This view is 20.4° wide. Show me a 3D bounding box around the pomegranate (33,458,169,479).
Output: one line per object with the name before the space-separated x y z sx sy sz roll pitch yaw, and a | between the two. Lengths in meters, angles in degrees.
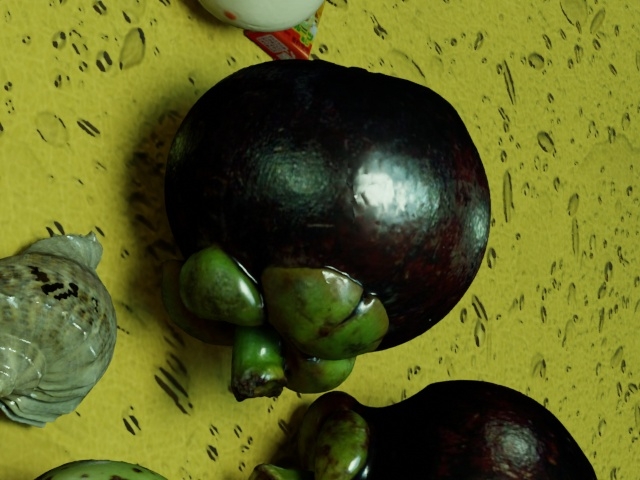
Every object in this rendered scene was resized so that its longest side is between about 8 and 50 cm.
pomegranate | -0.213 0.272 1.380 0.247 0.214 0.214 7 78 -14

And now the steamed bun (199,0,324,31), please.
steamed bun | -0.053 -0.308 1.634 0.177 0.130 0.228 -2 81 -34

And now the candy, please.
candy | -0.028 -0.238 1.741 0.062 0.038 0.122 36 60 -39

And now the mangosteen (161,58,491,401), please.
mangosteen | 0.007 -0.012 1.569 0.300 0.300 0.300 8 79 -47

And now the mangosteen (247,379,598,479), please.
mangosteen | 0.108 0.262 1.672 0.297 0.313 0.297 -42 152 -29

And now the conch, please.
conch | -0.230 0.070 1.458 0.207 0.130 0.155 -70 170 -56
